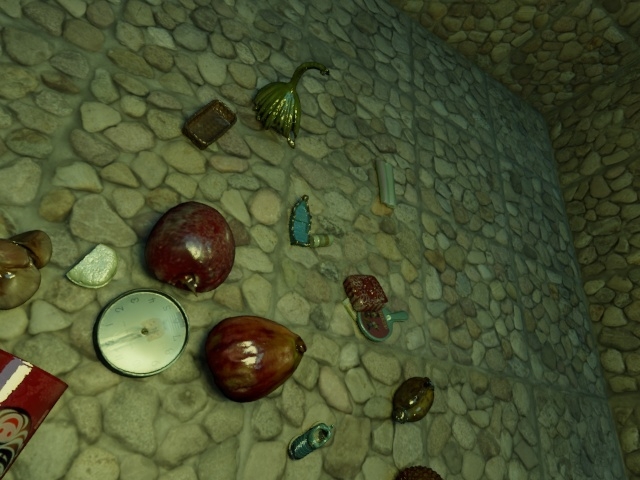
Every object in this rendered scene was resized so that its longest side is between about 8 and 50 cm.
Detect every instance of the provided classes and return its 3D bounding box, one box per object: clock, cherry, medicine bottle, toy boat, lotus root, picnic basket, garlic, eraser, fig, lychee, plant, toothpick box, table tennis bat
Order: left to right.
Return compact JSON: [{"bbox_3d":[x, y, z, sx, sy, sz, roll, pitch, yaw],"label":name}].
[{"bbox_3d":[-0.651,0.369,0.717,0.204,0.204,0.333,37,53,-17],"label":"toothpick box"},{"bbox_3d":[-0.678,0.072,0.866,0.214,0.191,0.160,-20,107,-50],"label":"garlic"},{"bbox_3d":[-0.444,0.228,1.024,0.226,0.049,0.225,16,61,-30],"label":"clock"},{"bbox_3d":[-0.342,0.013,1.096,0.231,0.203,0.300,19,46,-26],"label":"cherry"},{"bbox_3d":[-0.365,-0.382,1.346,0.110,0.055,0.193,43,52,-11],"label":"picnic basket"},{"bbox_3d":[-0.178,0.308,1.076,0.263,0.224,0.223,13,63,-34],"label":"fig"},{"bbox_3d":[-0.086,-0.527,1.444,0.180,0.333,0.250,-7,61,-52],"label":"plant"},{"bbox_3d":[-0.062,-0.066,1.402,0.075,0.077,0.185,15,62,-28],"label":"toy boat"},{"bbox_3d":[0.000,0.000,1.436,0.083,0.047,0.047,-5,73,-38],"label":"medicine bottle"},{"bbox_3d":[0.111,0.238,1.425,0.038,0.019,0.083,-35,92,-41],"label":"eraser"},{"bbox_3d":[0.226,0.282,1.465,0.245,0.040,0.152,1,62,-38],"label":"table tennis bat"},{"bbox_3d":[0.311,0.540,1.373,0.210,0.120,0.120,-30,88,-39],"label":"lotus root"},{"bbox_3d":[0.312,0.781,1.227,0.188,0.188,0.187,15,62,-30],"label":"lychee"}]

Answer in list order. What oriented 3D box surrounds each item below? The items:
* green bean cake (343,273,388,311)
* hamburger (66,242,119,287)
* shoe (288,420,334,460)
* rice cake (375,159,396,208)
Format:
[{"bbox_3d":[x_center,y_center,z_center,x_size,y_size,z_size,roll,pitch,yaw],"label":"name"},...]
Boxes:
[{"bbox_3d":[0.161,0.182,1.436,0.136,0.056,0.135,2,50,-33],"label":"green bean cake"},{"bbox_3d":[-0.556,0.072,1.015,0.084,0.054,0.121,47,54,-14],"label":"hamburger"},{"bbox_3d":[-0.025,0.568,1.151,0.143,0.071,0.063,-21,82,-35],"label":"shoe"},{"bbox_3d":[0.281,-0.243,1.745,0.080,0.042,0.221,13,64,-32],"label":"rice cake"}]
